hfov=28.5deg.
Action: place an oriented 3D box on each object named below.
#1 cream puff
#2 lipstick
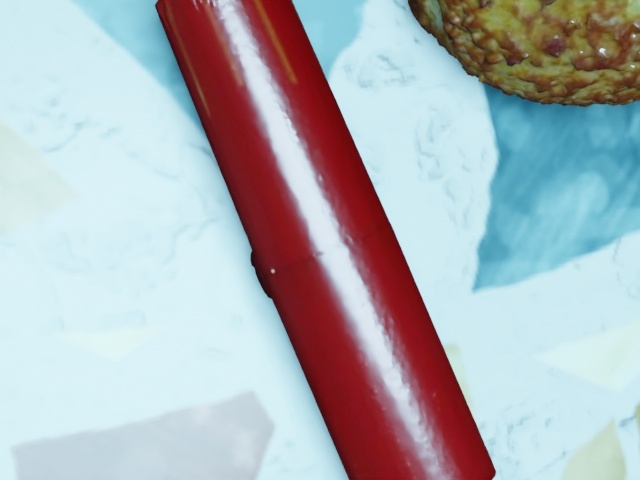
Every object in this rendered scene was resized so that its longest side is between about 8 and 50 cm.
[{"bbox_3d":[0.150,-0.180,0.616,0.240,0.164,0.240,2,82,-19],"label":"cream puff"},{"bbox_3d":[0.001,0.000,0.609,0.073,0.073,0.279,-23,92,-14],"label":"lipstick"}]
